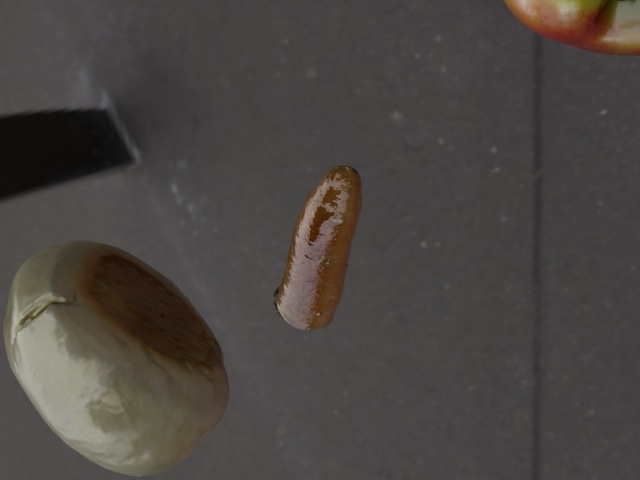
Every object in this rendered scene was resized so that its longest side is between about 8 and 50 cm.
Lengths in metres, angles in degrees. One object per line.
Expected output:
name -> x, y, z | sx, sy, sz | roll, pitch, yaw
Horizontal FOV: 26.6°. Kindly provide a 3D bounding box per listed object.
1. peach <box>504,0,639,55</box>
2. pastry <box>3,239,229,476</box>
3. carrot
peach -> 0.262, -0.315, 1.189 | 0.245, 0.248, 0.274 | 106, 160, -51
pastry -> -0.130, 0.072, 0.836 | 0.092, 0.156, 0.156 | -48, 64, 11
carrot -> 0.000, 0.000, 0.931 | 0.048, 0.048, 0.139 | 44, 141, 29
